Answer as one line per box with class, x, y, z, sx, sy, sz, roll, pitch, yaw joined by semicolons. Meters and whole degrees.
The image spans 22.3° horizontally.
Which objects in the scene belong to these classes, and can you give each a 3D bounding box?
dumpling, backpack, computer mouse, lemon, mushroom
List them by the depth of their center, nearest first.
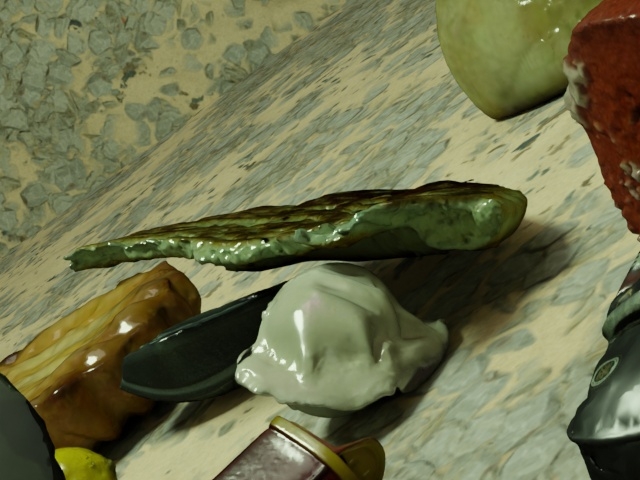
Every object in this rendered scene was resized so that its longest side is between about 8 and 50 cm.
backpack;0.181;0.059;0.748;0.120;0.106;0.165;-20;18;41
dumpling;0.024;0.072;1.163;0.127;0.108;0.188;-1;14;31
lemon;-0.211;0.213;1.320;0.110;0.082;0.082;-34;13;31
computer mouse;-0.070;0.091;1.408;0.231;0.071;0.126;-23;2;16
mushroom;0.255;-0.288;1.599;0.292;0.212;0.217;-37;3;-29

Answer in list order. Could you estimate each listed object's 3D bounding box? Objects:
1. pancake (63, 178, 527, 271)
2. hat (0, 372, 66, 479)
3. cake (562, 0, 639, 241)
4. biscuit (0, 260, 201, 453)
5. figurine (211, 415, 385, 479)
pancake;0.003;-0.001;1.303;0.305;0.067;0.427;-12;5;-43
hat;-0.279;0.257;0.914;0.366;0.382;0.257;-33;-15;30
cake;0.258;-0.088;0.901;0.151;0.177;0.283;-42;15;-18
biscuit;-0.247;0.148;1.600;0.326;0.107;0.326;-32;14;9
figurine;-0.017;0.172;0.973;0.154;0.082;0.098;-41;27;-18
